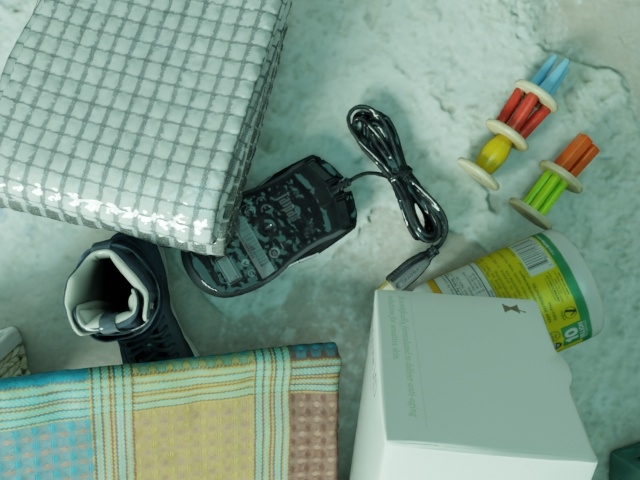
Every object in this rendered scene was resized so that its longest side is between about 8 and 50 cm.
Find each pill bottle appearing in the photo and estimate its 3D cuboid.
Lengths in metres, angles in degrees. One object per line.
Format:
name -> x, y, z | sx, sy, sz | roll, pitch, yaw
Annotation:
pill bottle -> 0.163, 0.080, 0.759 | 0.208, 0.117, 0.118 | -23, 94, 1

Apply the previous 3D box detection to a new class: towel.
towel -> -0.165, -0.143, 0.718 | 0.235, 0.121, 0.284 | 13, 77, 6
towel -> -0.157, 0.241, 0.709 | 0.370, 0.040, 0.272 | -4, 104, -18

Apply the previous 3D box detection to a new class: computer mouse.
computer mouse -> 0.000, 0.000, 0.784 | 0.262, 0.060, 0.184 | -36, 90, -9

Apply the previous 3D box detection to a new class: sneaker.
sneaker -> -0.177, 0.103, 0.737 | 0.086, 0.163, 0.226 | -17, 96, -1

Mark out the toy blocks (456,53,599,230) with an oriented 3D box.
toy blocks -> 0.232, -0.104, 0.777 | 0.123, 0.054, 0.148 | 37, 93, -2

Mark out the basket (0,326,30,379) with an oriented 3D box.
basket -> -0.361, 0.165, 0.740 | 0.113, 0.167, 0.103 | -15, 99, 1

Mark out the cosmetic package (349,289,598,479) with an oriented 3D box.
cosmetic package -> 0.104, 0.248, 0.670 | 0.155, 0.197, 0.366 | 4, 119, 0

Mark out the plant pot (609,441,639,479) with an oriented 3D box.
plant pot -> 0.396, 0.319, 0.761 | 0.165, 0.166, 0.234 | -19, 87, 1
